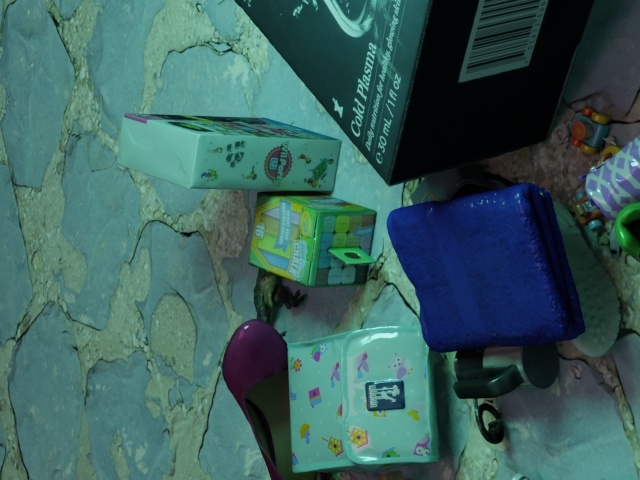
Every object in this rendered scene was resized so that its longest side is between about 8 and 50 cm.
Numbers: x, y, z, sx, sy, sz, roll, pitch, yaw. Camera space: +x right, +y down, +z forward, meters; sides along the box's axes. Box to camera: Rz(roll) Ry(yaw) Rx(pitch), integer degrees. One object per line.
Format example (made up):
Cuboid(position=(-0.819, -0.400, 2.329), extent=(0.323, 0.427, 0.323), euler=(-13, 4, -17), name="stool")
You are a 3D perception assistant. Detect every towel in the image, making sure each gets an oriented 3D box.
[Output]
Cuboid(position=(0.234, 0.040, 1.933), extent=(0.308, 0.076, 0.228), euler=(-11, 100, 56), name="towel")

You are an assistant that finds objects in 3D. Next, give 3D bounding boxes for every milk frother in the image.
Cuboid(position=(0.278, 0.217, 2.000), extent=(0.134, 0.129, 0.143), euler=(-13, 124, 49), name="milk frother")

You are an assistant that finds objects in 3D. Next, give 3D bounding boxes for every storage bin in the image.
Cuboid(position=(0.192, -0.068, 2.088), extent=(0.135, 0.098, 0.091), euler=(-56, 41, 33), name="storage bin")

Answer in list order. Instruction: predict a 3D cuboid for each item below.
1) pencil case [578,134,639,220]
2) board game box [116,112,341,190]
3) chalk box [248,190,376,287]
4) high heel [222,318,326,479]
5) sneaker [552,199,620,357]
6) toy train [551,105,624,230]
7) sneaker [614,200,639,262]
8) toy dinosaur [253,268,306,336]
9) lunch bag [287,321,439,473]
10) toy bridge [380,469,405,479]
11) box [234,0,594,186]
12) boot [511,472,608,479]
Cuboid(position=(0.437, -0.112, 1.796), extent=(0.206, 0.086, 0.088), euler=(-43, 69, 30), name="pencil case")
Cuboid(position=(-0.154, -0.150, 2.314), extent=(0.224, 0.303, 0.098), euler=(20, 106, 46), name="board game box")
Cuboid(position=(0.000, 0.000, 2.273), extent=(0.213, 0.132, 0.132), euler=(18, 104, 46), name="chalk box")
Cuboid(position=(-0.055, 0.299, 2.264), extent=(0.181, 0.127, 0.377), euler=(49, 163, 45), name="high heel")
Cuboid(position=(0.344, 0.061, 1.931), extent=(0.095, 0.090, 0.235), euler=(-53, 50, 57), name="sneaker")
Cuboid(position=(0.370, -0.104, 1.913), extent=(0.125, 0.046, 0.166), euler=(-36, 64, 42), name="toy train")
Cuboid(position=(0.507, 0.041, 1.683), extent=(0.343, 0.146, 0.134), euler=(25, 111, 45), name="sneaker")
Cuboid(position=(-0.090, 0.116, 2.435), extent=(0.118, 0.064, 0.268), euler=(33, 117, 51), name="toy dinosaur")
Cuboid(position=(0.077, 0.253, 2.165), extent=(0.262, 0.160, 0.223), euler=(-14, 73, 45), name="lunch bag")
Cuboid(position=(0.097, 0.410, 2.216), extent=(0.188, 0.063, 0.026), euler=(-54, 51, 56), name="toy bridge")
Cuboid(position=(0.128, -0.423, 1.899), extent=(0.472, 0.297, 0.480), euler=(54, 148, 36), name="box")
Cuboid(position=(0.314, 0.381, 1.945), extent=(0.123, 0.095, 0.258), euler=(57, 131, 23), name="boot")
